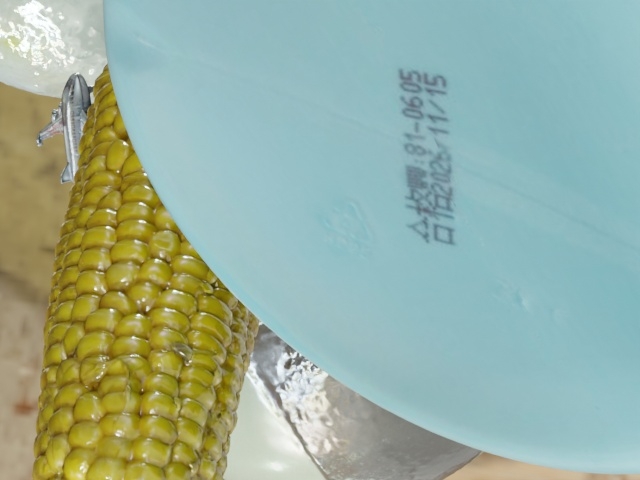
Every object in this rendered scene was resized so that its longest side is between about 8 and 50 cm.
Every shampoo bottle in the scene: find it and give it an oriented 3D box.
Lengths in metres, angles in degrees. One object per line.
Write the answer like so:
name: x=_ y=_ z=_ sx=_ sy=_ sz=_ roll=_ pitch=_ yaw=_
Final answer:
shampoo bottle: x=0.127 y=-0.129 z=0.821 sx=0.343 sy=0.331 sz=0.331 roll=-51 pitch=-26 yaw=-37

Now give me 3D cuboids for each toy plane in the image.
toy plane: x=-0.166 y=-0.076 z=1.350 sx=0.031 sy=0.078 sz=0.083 roll=-16 pitch=-61 yaw=-47

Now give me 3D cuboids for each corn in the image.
corn: x=-0.076 y=0.011 z=0.950 sx=0.115 sy=0.115 sz=0.318 roll=87 pitch=-169 yaw=-54

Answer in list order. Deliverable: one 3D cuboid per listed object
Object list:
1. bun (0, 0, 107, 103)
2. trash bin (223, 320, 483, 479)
bun: x=-0.218 y=-0.301 z=1.757 sx=0.211 sy=0.362 sz=0.362 roll=-42 pitch=27 yaw=48
trash bin: x=0.000 y=0.000 z=1.524 sx=0.432 sy=0.280 sz=0.280 roll=-110 pitch=17 yaw=-49
